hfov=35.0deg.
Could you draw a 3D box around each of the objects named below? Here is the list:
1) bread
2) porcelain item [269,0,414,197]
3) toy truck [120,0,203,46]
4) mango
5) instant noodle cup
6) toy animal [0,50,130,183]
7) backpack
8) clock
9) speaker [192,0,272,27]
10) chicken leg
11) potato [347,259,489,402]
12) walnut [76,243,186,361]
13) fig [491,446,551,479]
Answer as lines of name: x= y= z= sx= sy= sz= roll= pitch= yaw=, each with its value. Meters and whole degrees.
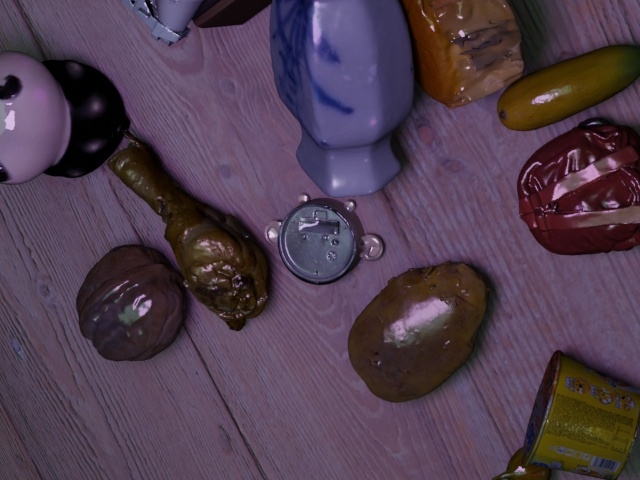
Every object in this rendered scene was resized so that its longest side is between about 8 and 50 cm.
bread: x=0.171 y=-0.389 z=1.592 sx=0.183 sy=0.236 sz=0.388 roll=-26 pitch=80 yaw=5
porcelain item: x=0.033 y=-0.280 z=1.603 sx=0.242 sy=0.178 sz=0.405 roll=52 pitch=155 yaw=46
toy truck: x=-0.222 y=-0.440 z=1.591 sx=0.140 sy=0.108 sz=0.256 roll=37 pitch=119 yaw=-1
mango: x=0.389 y=-0.240 z=1.581 sx=0.237 sy=0.137 sz=0.091 roll=-24 pitch=96 yaw=24
instant noodle cup: x=0.430 y=0.297 z=1.667 sx=0.153 sy=0.205 sz=0.205 roll=16 pitch=108 yaw=10
toy animal: x=-0.518 y=-0.220 z=1.839 sx=0.251 sy=0.310 sz=0.250 roll=6 pitch=105 yaw=21
backpack: x=0.418 y=-0.072 z=1.609 sx=0.229 sy=0.139 sz=0.229 roll=4 pitch=103 yaw=19
clock: x=0.000 y=0.000 z=1.828 sx=0.229 sy=0.063 sz=0.155 roll=10 pitch=106 yaw=17
speaker: x=-0.127 y=-0.478 z=1.698 sx=0.231 sy=0.192 sz=0.153 roll=-30 pitch=90 yaw=28
chicken leg: x=-0.248 y=-0.030 z=1.876 sx=0.153 sy=0.201 sz=0.429 roll=-42 pitch=79 yaw=-5
potato: x=0.169 y=0.155 z=1.759 sx=0.191 sy=0.141 sz=0.296 roll=42 pitch=111 yaw=4
walnut: x=-0.352 y=0.119 z=1.921 sx=0.224 sy=0.224 sz=0.224 roll=5 pitch=104 yaw=20
fig: x=0.354 y=0.402 z=1.769 sx=0.084 sy=0.098 sz=0.082 roll=-30 pitch=66 yaw=44
